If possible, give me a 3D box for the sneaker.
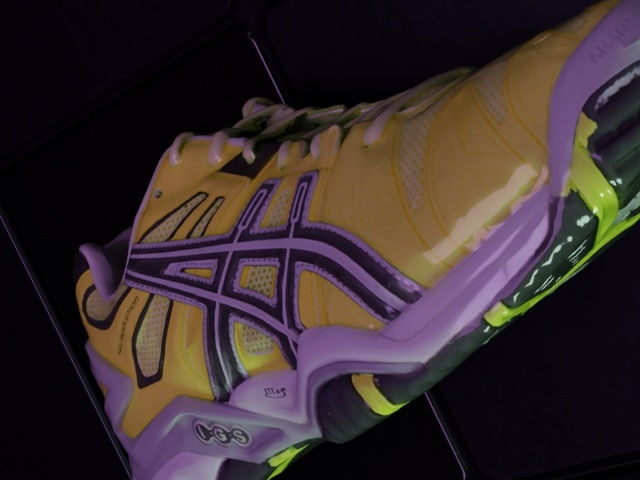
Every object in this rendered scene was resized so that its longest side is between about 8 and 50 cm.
[{"bbox_3d":[0.000,0.000,0.649,0.385,0.145,0.147,-38,84,44],"label":"sneaker"}]
